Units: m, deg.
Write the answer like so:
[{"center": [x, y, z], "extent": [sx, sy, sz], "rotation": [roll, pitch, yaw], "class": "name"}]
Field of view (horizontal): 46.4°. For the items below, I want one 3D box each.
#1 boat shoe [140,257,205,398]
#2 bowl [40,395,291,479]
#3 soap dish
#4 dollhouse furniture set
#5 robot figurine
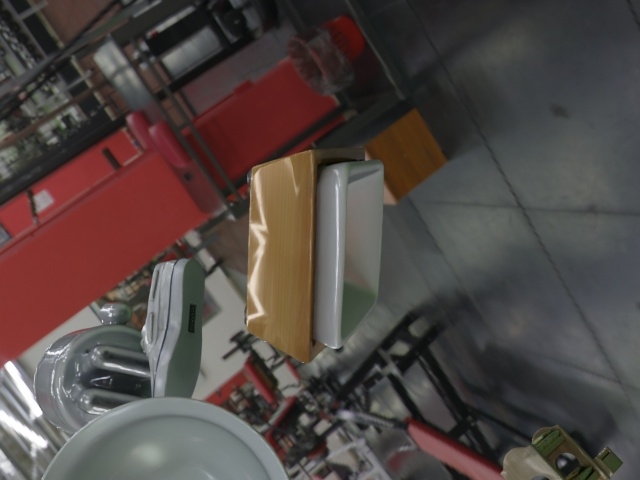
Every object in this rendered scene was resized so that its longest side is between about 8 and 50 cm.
[{"center": [-0.247, 0.156, 1.215], "extent": [0.084, 0.258, 0.095], "rotation": [-5, 155, 23], "class": "boat shoe"}, {"center": [-0.173, 0.334, 0.872], "extent": [0.298, 0.297, 0.134], "rotation": [50, 169, 9], "class": "bowl"}, {"center": [0.000, 0.000, 0.920], "extent": [0.291, 0.118, 0.229], "rotation": [-26, -61, -74], "class": "soap dish"}, {"center": [0.284, 0.328, 0.985], "extent": [0.101, 0.161, 0.181], "rotation": [48, -154, 24], "class": "dollhouse furniture set"}, {"center": [-0.400, 0.254, 1.348], "extent": [0.199, 0.300, 0.353], "rotation": [22, 161, -25], "class": "robot figurine"}]
